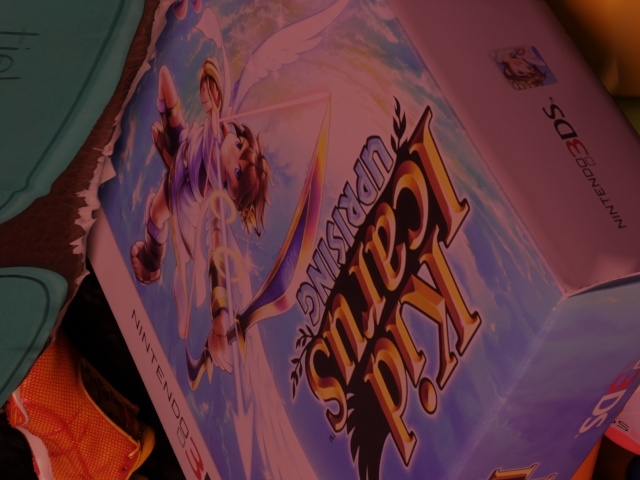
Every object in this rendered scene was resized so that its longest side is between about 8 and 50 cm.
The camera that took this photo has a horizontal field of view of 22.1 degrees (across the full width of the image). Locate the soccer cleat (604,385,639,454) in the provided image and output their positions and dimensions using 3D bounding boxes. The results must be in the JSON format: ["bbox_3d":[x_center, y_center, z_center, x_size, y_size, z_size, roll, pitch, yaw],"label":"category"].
[{"bbox_3d":[0.172,0.070,0.649,0.248,0.083,0.095,36,144,20],"label":"soccer cleat"}]

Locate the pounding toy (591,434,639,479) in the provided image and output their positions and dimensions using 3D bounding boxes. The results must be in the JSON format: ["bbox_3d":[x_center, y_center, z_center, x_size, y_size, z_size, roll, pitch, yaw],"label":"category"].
[{"bbox_3d":[0.119,0.142,0.749,0.141,0.130,0.100,3,135,16],"label":"pounding toy"}]

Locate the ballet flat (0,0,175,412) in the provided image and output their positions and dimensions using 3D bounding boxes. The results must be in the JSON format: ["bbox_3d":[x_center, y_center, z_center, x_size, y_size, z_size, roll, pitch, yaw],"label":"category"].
[{"bbox_3d":[-0.157,-0.037,0.669,0.147,0.147,0.409,27,135,-9],"label":"ballet flat"}]

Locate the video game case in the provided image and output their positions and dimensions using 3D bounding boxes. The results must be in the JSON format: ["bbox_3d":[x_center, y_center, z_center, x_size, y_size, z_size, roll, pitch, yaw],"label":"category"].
[{"bbox_3d":[0.000,0.000,0.576,0.061,0.244,0.269,-12,146,-28],"label":"video game case"}]

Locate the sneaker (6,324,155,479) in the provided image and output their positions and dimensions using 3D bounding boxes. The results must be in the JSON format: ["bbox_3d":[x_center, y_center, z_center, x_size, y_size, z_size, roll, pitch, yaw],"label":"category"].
[{"bbox_3d":[-0.122,0.087,0.839,0.067,0.064,0.175,-10,139,1],"label":"sneaker"}]

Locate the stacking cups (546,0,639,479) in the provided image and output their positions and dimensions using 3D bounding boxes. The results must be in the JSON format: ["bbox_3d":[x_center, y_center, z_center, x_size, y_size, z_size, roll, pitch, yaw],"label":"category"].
[{"bbox_3d":[0.071,0.019,0.594,0.096,0.096,0.316,14,118,5],"label":"stacking cups"}]
